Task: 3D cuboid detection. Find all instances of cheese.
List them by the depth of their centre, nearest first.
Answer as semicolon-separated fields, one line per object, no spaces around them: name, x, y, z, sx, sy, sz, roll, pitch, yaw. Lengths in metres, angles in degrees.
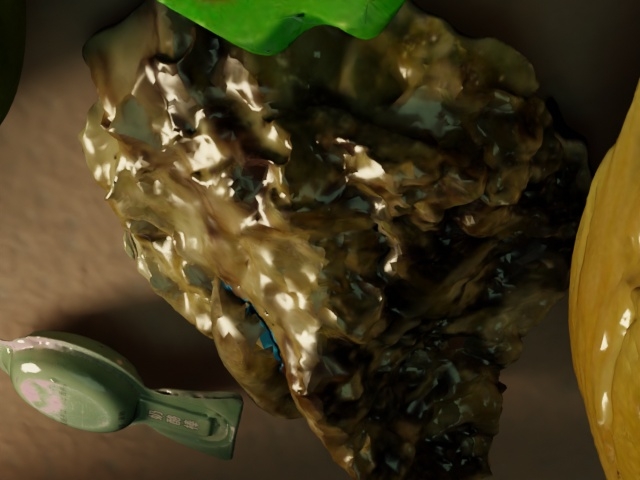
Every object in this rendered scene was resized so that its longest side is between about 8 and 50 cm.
cheese;-0.095;0.071;0.625;0.121;0.026;0.067;18;144;3

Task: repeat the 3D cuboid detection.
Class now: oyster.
oyster;0.000;0.000;0.543;0.223;0.083;0.214;20;124;-2

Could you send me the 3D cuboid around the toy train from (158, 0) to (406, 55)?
toy train;-0.034;-0.170;0.384;0.243;0.132;0.188;28;129;-13

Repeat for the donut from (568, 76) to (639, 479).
donut;0.256;0.011;0.473;0.360;0.170;0.360;-1;129;-1

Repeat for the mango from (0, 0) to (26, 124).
mango;-0.164;-0.075;0.476;0.119;0.100;0.178;-10;154;-19
